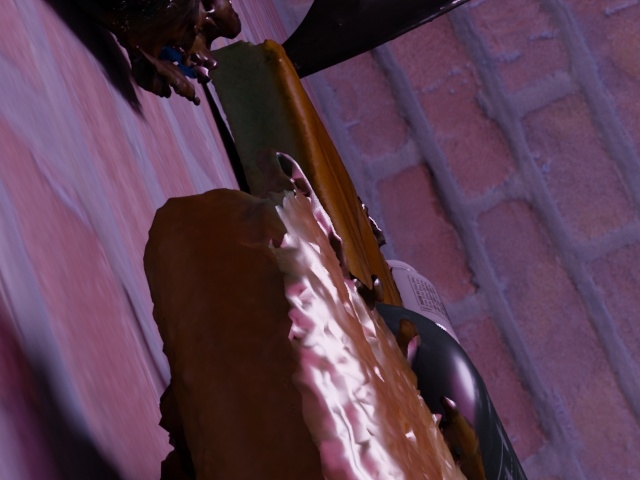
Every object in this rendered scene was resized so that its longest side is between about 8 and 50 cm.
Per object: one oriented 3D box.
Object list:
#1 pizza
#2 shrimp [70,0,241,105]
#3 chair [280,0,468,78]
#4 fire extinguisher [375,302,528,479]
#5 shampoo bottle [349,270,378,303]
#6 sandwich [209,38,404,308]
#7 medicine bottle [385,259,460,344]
[{"bbox_3d":[0.020,0.120,0.522,0.229,0.081,0.289,-9,75,-80],"label":"pizza"},{"bbox_3d":[-0.077,-0.188,0.813,0.290,0.054,0.222,71,23,-63],"label":"shrimp"},{"bbox_3d":[-0.049,-0.325,1.363,0.226,0.226,0.401,-95,160,-80],"label":"chair"},{"bbox_3d":[0.028,0.099,0.752,0.114,0.095,0.311,32,-15,28],"label":"fire extinguisher"},{"bbox_3d":[0.037,0.116,0.950,0.260,0.064,0.102,61,5,-53],"label":"shampoo bottle"},{"bbox_3d":[0.000,0.000,1.210,0.212,0.063,0.245,-98,162,-73],"label":"sandwich"},{"bbox_3d":[0.066,0.071,1.570,0.140,0.079,0.079,-107,172,-66],"label":"medicine bottle"}]
